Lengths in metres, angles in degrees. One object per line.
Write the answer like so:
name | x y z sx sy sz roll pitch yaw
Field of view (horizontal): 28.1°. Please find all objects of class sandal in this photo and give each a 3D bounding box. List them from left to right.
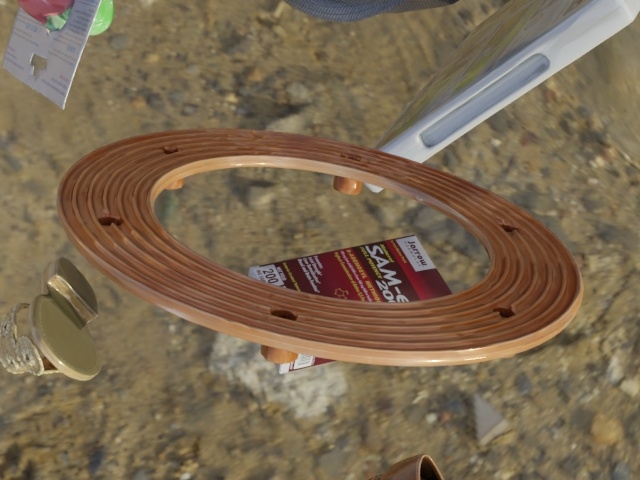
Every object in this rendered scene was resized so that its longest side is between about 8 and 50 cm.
sandal | -0.257 0.091 1.175 0.079 0.240 0.088 -37 108 5

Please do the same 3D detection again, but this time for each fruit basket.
fruit basket | -0.235 -0.323 1.335 0.165 0.327 0.353 12 98 -27

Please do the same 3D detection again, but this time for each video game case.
video game case | 0.201 -0.196 1.165 0.036 0.329 0.300 49 132 -9

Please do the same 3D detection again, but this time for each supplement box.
supplement box | 0.038 0.079 1.641 0.073 0.239 0.130 102 148 -44

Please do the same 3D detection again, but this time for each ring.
ring | 0.000 0.000 0.821 0.337 0.336 0.032 18 113 17

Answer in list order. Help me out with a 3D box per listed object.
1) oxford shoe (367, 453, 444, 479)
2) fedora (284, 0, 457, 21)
oxford shoe | 0.108 0.268 1.016 0.076 0.076 0.212 -39 68 25
fedora | 0.070 -0.306 1.266 0.275 0.124 0.243 29 87 37
